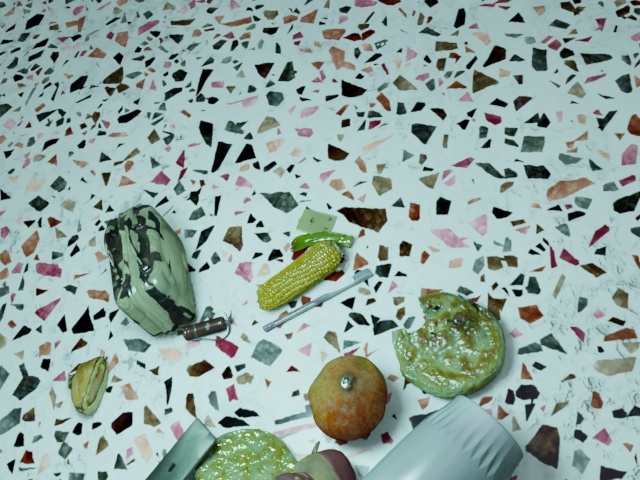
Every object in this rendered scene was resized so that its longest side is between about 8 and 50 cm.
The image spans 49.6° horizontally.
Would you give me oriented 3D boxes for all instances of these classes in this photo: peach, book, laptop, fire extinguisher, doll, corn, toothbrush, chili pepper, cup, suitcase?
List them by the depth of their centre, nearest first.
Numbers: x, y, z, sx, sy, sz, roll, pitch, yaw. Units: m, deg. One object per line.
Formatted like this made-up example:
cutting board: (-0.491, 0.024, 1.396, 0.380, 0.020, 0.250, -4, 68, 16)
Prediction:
cup: (0.267, 0.556, 1.585, 0.371, 0.253, 0.253, -42, 59, -13)
doll: (-0.019, 0.606, 1.661, 0.152, 0.256, 0.196, -17, 88, 42)
peach: (0.068, 0.388, 1.749, 0.232, 0.232, 0.233, -7, 60, 13)
laptop: (-0.387, 0.602, 1.825, 0.269, 0.015, 0.187, -50, 23, -13)
toothbrush: (-0.010, 0.172, 2.012, 0.354, 0.024, 0.029, -28, 52, 0)
suitcase: (-0.498, 0.072, 2.020, 0.194, 0.339, 0.352, -22, 54, 4)
corn: (-0.062, 0.105, 2.027, 0.293, 0.106, 0.106, -35, 58, -1)
fire extinguisher: (-0.326, 0.263, 2.046, 0.157, 0.045, 0.078, -16, 86, 6)
chili pepper: (0.000, 0.000, 2.090, 0.201, 0.050, 0.052, -3, 60, 15)
book: (-0.013, -0.053, 2.146, 0.111, 0.014, 0.077, 15, 65, 23)

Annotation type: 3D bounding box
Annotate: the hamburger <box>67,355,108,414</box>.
hamburger: (-0.688, 0.422, 2.042, 0.102, 0.087, 0.176, -1, 67, 28)

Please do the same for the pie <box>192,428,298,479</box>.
pie: (-0.191, 0.606, 1.776, 0.274, 0.105, 0.257, 19, 59, 24)

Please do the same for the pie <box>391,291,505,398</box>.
pie: (0.338, 0.275, 1.827, 0.302, 0.067, 0.303, -7, 58, 12)
